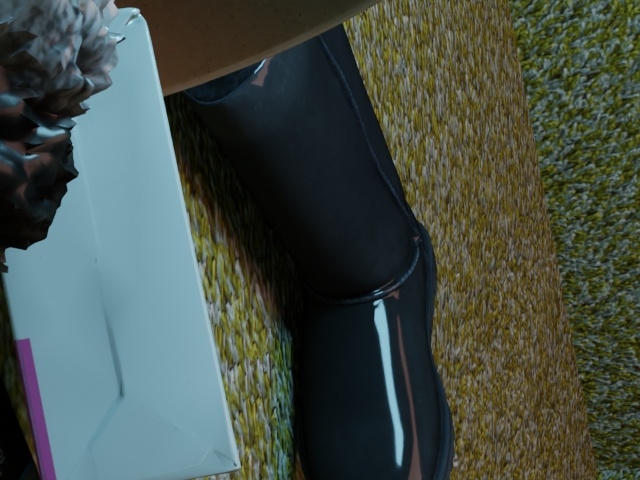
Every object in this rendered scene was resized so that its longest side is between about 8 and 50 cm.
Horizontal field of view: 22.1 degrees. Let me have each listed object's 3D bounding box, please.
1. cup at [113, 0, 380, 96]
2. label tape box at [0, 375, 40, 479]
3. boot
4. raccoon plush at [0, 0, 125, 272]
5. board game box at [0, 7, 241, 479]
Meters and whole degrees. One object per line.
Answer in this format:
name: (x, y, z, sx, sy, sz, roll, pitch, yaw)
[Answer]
cup: (-0.113, -0.229, 0.935, 0.237, 0.331, 0.331, 69, 18, 4)
label tape box: (-0.228, 0.231, 0.737, 0.347, 0.115, 0.249, -67, 147, -57)
boot: (0.000, -0.002, 1.400, 0.445, 0.146, 0.367, 69, 15, -49)
raccoon plush: (-0.260, 0.023, 0.438, 0.446, 0.216, 0.299, -68, 159, -3)
board game box: (-0.122, 0.023, 0.892, 0.303, 0.098, 0.224, 132, -53, -80)
